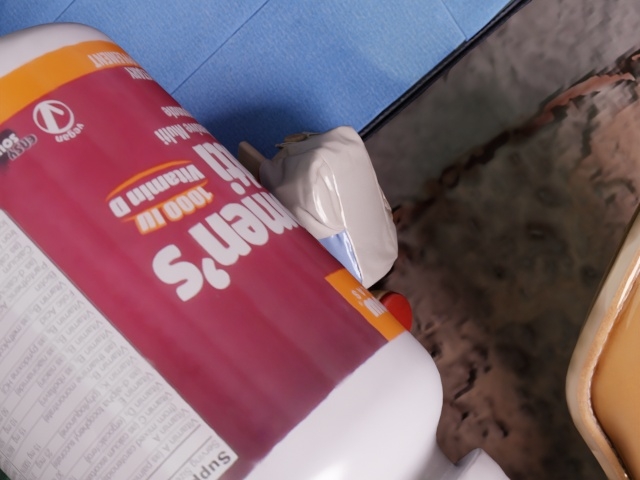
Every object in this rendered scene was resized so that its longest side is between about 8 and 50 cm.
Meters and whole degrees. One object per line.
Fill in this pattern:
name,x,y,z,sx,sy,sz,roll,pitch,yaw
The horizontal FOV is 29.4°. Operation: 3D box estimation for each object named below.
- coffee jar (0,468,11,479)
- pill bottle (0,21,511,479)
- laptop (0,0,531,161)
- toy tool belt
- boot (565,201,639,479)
coffee jar,-0.055,0.134,0.472,0.096,0.079,0.184,-37,80,20
pill bottle,-0.040,0.046,0.385,0.221,0.121,0.121,44,112,8
laptop,-0.194,-0.154,0.422,0.382,0.408,0.236,-40,46,23
toy tool belt,0.000,0.000,0.450,0.051,0.052,0.083,-2,116,41
boot,0.154,0.072,0.374,0.152,0.073,0.197,14,114,24
